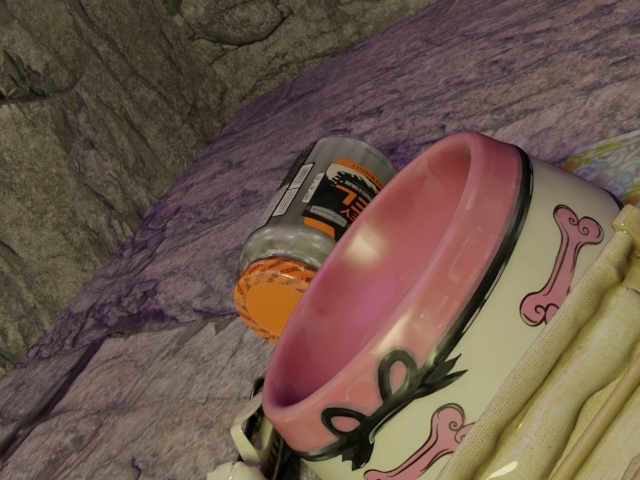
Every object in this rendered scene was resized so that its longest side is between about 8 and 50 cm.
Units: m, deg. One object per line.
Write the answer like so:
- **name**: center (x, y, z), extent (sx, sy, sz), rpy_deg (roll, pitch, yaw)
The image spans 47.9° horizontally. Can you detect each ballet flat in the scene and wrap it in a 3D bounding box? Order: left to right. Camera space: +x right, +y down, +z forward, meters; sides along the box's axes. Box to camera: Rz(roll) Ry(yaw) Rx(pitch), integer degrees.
- **ballet flat**: center (-0.081, 0.267, 0.833), extent (0.095, 0.096, 0.280), rpy_deg (-28, 25, 24)

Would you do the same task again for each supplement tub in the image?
- **supplement tub**: center (0.000, 0.000, 1.088), extent (0.193, 0.193, 0.316), rpy_deg (-21, 29, 37)

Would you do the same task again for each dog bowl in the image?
- **dog bowl**: center (0.096, 0.069, 0.712), extent (0.408, 0.150, 0.408), rpy_deg (-51, 11, 14)

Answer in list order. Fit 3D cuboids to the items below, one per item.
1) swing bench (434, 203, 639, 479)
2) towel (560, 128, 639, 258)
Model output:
- **swing bench**: center (0.199, 0.110, 0.355), extent (0.253, 0.165, 0.255), rpy_deg (-51, 0, -8)
- **towel**: center (0.356, -0.004, 0.688), extent (0.320, 0.090, 0.374), rpy_deg (-20, 29, 45)
